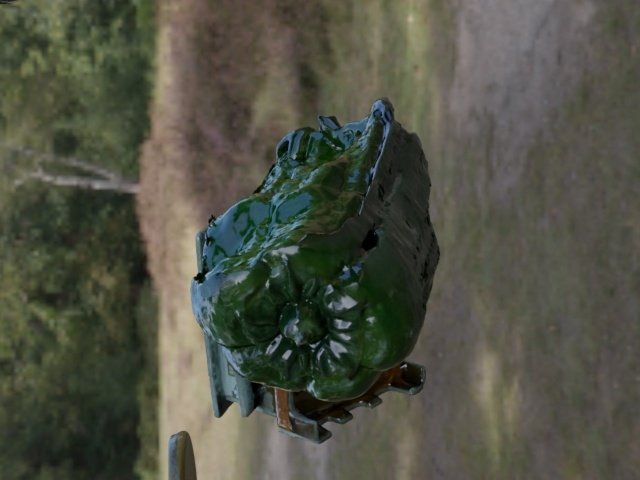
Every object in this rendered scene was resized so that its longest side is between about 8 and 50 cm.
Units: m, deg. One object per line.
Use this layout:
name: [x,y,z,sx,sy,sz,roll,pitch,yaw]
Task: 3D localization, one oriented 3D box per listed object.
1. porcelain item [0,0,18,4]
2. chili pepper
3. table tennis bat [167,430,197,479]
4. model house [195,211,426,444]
porcelain item: [-0.359,-0.259,1.076,0.186,0.288,0.138,48,140,25]
chili pepper: [0.009,0.006,1.045,0.168,0.213,0.385,61,-164,-21]
table tennis bat: [-0.155,0.369,1.423,0.198,0.050,0.321,-98,6,-51]
model house: [-0.021,0.089,1.308,0.215,0.198,0.224,14,115,45]
